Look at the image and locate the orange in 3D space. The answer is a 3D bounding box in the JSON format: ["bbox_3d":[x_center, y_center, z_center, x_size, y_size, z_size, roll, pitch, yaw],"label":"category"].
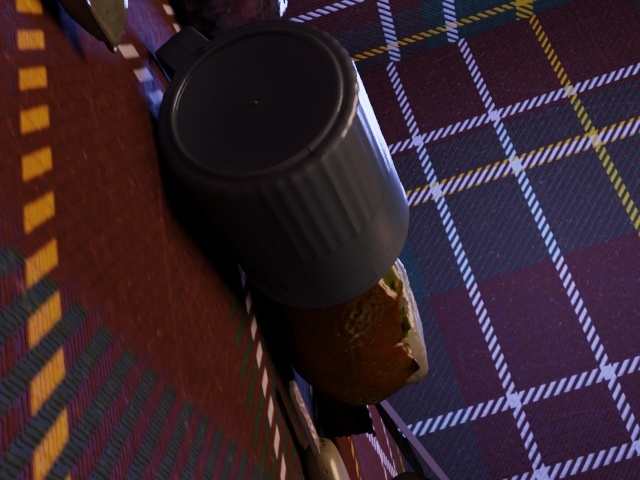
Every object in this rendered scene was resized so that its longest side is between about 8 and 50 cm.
[{"bbox_3d":[0.020,0.099,1.301,0.262,0.196,0.334,-111,-171,-56],"label":"orange"}]

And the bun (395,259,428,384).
[{"bbox_3d":[0.103,0.171,1.847,0.352,0.227,0.349,61,12,-55],"label":"bun"}]

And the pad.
[{"bbox_3d":[0.139,0.319,1.437,0.266,0.002,0.176,50,0,29],"label":"pad"}]

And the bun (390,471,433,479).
[{"bbox_3d":[0.210,0.550,1.387,0.361,0.213,0.361,31,-20,13],"label":"bun"}]

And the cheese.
[{"bbox_3d":[0.002,0.315,1.207,0.127,0.050,0.255,-92,163,-73],"label":"cheese"}]

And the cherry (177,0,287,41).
[{"bbox_3d":[-0.148,-0.412,1.387,0.195,0.195,0.195,-18,90,-85],"label":"cherry"}]

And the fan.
[{"bbox_3d":[0.136,0.351,1.528,0.240,0.009,0.131,57,-13,27],"label":"fan"}]

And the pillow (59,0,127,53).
[{"bbox_3d":[-0.237,-0.338,0.741,0.185,0.075,0.302,65,10,-69],"label":"pillow"}]

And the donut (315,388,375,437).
[{"bbox_3d":[0.035,0.270,1.566,0.217,0.085,0.141,-94,165,-74],"label":"donut"}]

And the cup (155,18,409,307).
[{"bbox_3d":[-0.044,-0.120,1.071,0.311,0.256,0.331,61,14,-61],"label":"cup"}]
